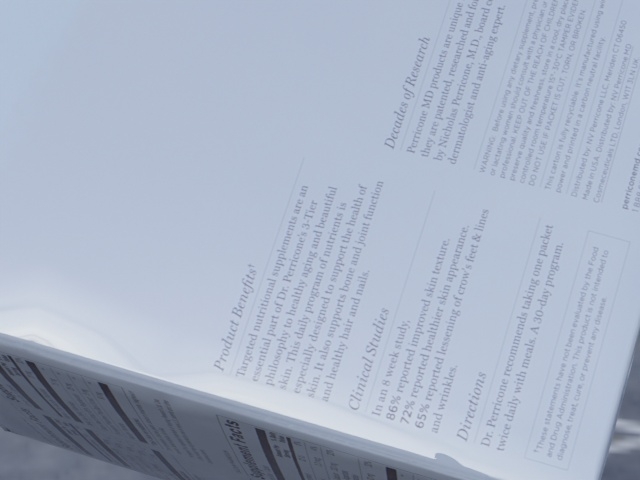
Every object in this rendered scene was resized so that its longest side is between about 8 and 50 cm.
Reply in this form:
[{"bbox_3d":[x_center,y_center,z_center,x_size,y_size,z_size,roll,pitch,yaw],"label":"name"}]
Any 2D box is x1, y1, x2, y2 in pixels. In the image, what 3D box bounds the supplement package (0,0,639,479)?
[{"bbox_3d":[0.000,0.000,0.670,0.263,0.199,0.198,15,-18,11],"label":"supplement package"}]
